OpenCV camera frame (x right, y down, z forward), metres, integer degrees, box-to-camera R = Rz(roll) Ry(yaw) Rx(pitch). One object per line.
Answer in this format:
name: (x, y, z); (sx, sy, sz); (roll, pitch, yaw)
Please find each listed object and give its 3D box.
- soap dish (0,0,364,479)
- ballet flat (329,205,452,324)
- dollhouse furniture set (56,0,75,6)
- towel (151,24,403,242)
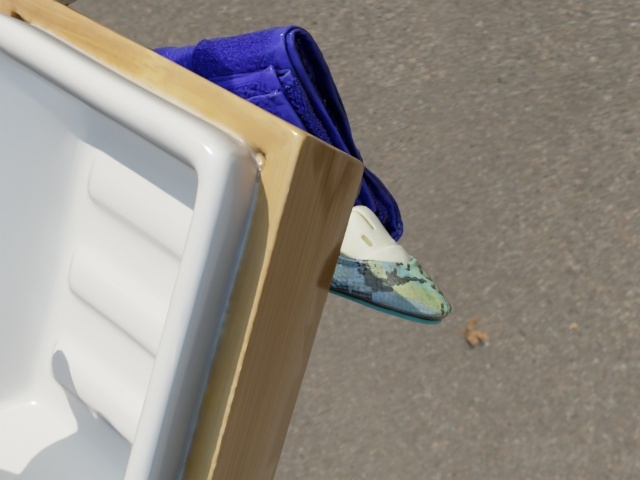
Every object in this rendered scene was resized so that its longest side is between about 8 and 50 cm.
soap dish: (-0.107, 0.036, 0.566); (0.229, 0.118, 0.291); (31, 115, 34)
ballet flat: (0.000, 0.000, 0.707); (0.188, 0.070, 0.070); (16, 113, 12)
dollhouse furniture set: (-0.337, -0.390, 1.205); (0.262, 0.135, 0.259); (-17, 105, 58)
towel: (-0.097, -0.071, 0.981); (0.308, 0.076, 0.227); (0, 131, 39)
